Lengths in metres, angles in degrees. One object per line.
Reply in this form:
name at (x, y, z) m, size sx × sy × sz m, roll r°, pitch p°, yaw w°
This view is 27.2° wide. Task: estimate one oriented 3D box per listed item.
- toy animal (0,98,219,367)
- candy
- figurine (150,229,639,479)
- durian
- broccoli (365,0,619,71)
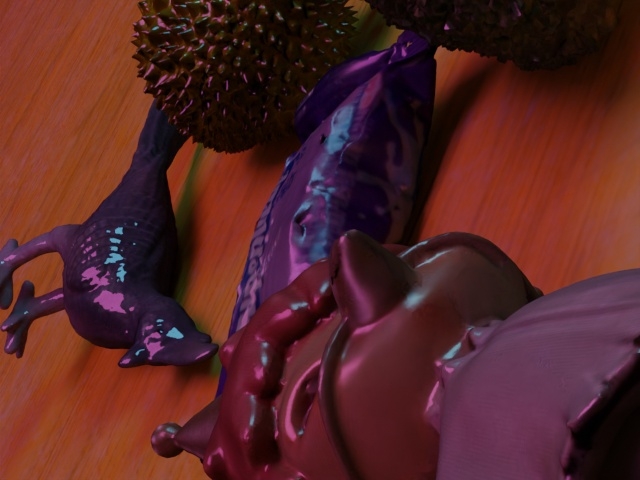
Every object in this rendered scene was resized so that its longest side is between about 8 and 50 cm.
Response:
toy animal at (-0.164, 0.010, 1.007) m, size 0.206 × 0.081 × 0.367 m, roll -27°, pitch 35°, yaw 14°
candy at (0.000, 0.000, 0.767) m, size 0.145 × 0.070 × 0.275 m, roll -30°, pitch 40°, yaw 53°
figurine at (0.048, 0.061, 0.505) m, size 0.207 × 0.166 × 0.387 m, roll -48°, pitch 24°, yaw -25°
durian at (-0.051, -0.151, 0.937) m, size 0.198 × 0.146 × 0.159 m, roll -36°, pitch 33°, yaw 40°
broccoli at (0.121, -0.274, 0.678) m, size 0.361 × 0.221 × 0.252 m, roll -57°, pitch 21°, yaw 6°
